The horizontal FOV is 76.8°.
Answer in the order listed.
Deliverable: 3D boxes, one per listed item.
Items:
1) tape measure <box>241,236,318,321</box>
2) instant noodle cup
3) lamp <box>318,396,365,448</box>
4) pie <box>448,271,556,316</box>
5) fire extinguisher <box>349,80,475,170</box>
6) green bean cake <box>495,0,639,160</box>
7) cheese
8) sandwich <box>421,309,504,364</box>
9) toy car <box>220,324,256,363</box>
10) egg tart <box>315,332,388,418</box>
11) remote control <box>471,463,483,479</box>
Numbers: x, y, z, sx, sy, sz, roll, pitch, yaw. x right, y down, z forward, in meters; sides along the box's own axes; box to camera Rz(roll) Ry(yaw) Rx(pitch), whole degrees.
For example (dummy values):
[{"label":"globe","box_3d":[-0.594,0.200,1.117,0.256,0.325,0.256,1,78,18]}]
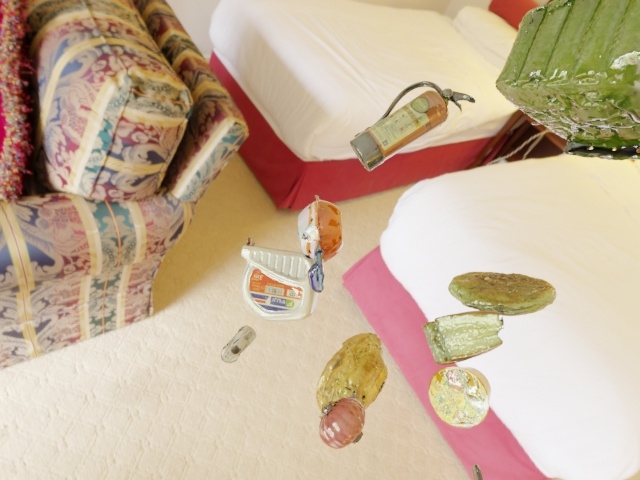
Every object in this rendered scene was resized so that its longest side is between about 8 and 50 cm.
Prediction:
[{"label":"tape measure","box_3d":[-0.134,0.135,1.338,0.259,0.264,0.130,8,0,12]},{"label":"instant noodle cup","box_3d":[0.535,0.568,1.511,0.172,0.216,0.215,9,43,-55]},{"label":"lamp","box_3d":[0.045,0.374,0.830,0.092,0.107,0.107,43,46,7]},{"label":"pie","box_3d":[0.574,0.153,1.270,0.324,0.070,0.323,-6,12,1]},{"label":"fire extinguisher","box_3d":[0.261,-0.386,1.250,0.376,0.113,0.200,-31,75,4]},{"label":"green bean cake","box_3d":[0.548,-0.305,0.780,0.319,0.217,0.335,18,4,-24]},{"label":"cheese","box_3d":[0.000,0.000,1.148,0.130,0.216,0.329,-3,39,4]},{"label":"sandwich","box_3d":[0.378,0.254,1.079,0.128,0.235,0.122,-6,67,-9]},{"label":"toy car","box_3d":[-0.181,0.230,0.891,0.041,0.025,0.093,50,57,-16]},{"label":"egg tart","box_3d":[0.129,0.473,1.370,0.129,0.340,0.341,25,37,35]},{"label":"remote control","box_3d":[0.330,0.493,0.845,0.014,0.096,0.039,-9,56,11]}]
